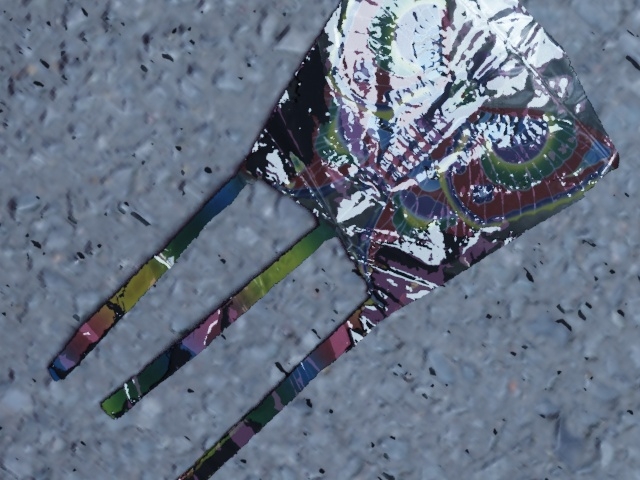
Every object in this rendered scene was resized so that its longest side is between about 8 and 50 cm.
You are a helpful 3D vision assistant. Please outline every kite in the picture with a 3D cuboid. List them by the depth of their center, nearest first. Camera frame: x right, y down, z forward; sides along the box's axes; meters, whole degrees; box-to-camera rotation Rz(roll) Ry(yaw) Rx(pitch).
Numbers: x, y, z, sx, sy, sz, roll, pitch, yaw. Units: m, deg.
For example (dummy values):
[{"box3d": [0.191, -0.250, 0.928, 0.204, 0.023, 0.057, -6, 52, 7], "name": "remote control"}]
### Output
[{"box3d": [0.000, 0.000, 0.615, 0.285, 0.015, 0.152, -45, 100, 3], "name": "kite"}]
